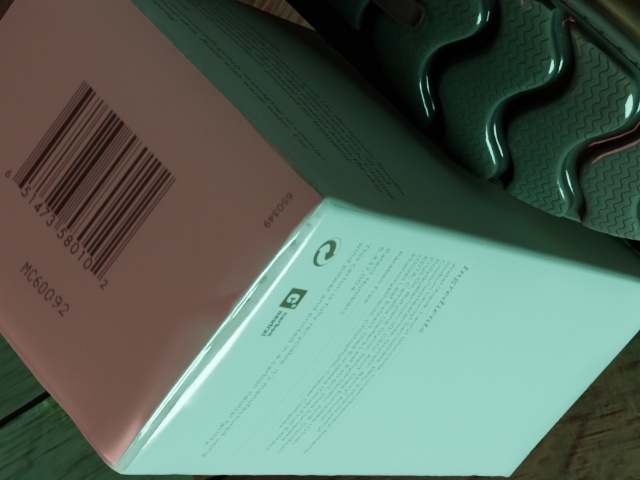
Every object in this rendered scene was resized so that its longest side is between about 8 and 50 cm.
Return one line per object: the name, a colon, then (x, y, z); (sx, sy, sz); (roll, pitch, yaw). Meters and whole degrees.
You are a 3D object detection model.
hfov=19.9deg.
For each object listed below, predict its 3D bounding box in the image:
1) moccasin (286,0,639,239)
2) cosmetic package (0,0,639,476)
moccasin: (0.058, -0.143, 0.868); (0.380, 0.147, 0.139); (35, 139, 13)
cosmetic package: (0.000, 0.000, 0.900); (0.197, 0.155, 0.365); (46, -164, 29)
